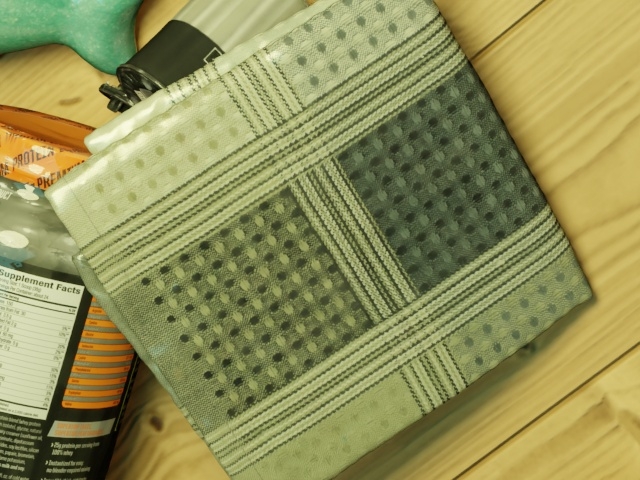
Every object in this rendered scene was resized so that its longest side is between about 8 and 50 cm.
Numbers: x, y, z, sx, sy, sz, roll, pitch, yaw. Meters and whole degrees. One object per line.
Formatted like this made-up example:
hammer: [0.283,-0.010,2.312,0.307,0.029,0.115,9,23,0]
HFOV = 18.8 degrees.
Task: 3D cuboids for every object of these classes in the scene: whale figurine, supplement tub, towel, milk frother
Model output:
whale figurine: [-0.272,-0.197,1.499,0.272,0.141,0.216,20,127,0]
supplement tub: [-0.241,0.077,1.492,0.207,0.207,0.338,20,99,13]
towel: [0.000,0.000,1.416,0.324,0.056,0.312,-33,107,-7]
milk frother: [-0.094,-0.144,1.492,0.143,0.129,0.135,29,67,37]
